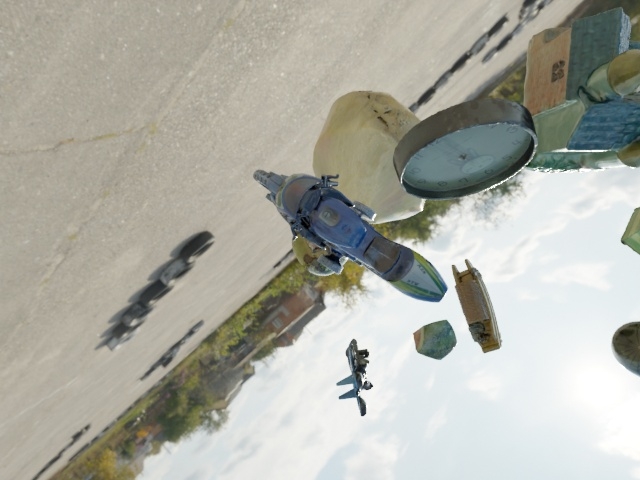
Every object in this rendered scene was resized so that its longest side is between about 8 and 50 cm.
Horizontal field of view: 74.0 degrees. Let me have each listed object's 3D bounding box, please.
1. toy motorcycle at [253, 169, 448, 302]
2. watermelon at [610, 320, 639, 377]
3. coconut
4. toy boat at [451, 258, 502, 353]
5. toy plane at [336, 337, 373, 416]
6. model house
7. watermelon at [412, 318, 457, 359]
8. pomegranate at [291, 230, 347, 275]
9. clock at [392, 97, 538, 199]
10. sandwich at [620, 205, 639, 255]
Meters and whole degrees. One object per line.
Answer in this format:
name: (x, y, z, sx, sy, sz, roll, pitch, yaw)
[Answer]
toy motorcycle: (0.027, -0.011, 0.486, 0.092, 0.254, 0.135, -56, -177, -3)
watermelon: (0.437, 0.147, 0.563, 0.078, 0.110, 0.078, -38, -141, 40)
coconut: (0.135, -0.199, 1.065, 0.352, 0.353, 0.352, -42, 178, -1)
toy boat: (0.511, 0.214, 1.404, 0.089, 0.310, 0.115, -25, 153, 34)
toy plane: (0.093, 0.316, 1.073, 0.078, 0.169, 0.246, -6, -162, 13)
model house: (0.497, -0.253, 0.716, 0.194, 0.267, 0.325, 2, -173, 5)
watermelon: (0.251, 0.211, 0.940, 0.072, 0.084, 0.092, 34, -79, 59)
pomegranate: (-0.013, 0.012, 1.502, 0.204, 0.222, 0.276, -48, 163, 18)
clock: (0.222, -0.131, 0.661, 0.214, 0.042, 0.215, -6, 157, -3)
sandwich: (0.754, -0.030, 0.965, 0.116, 0.074, 0.074, -49, 168, -25)
